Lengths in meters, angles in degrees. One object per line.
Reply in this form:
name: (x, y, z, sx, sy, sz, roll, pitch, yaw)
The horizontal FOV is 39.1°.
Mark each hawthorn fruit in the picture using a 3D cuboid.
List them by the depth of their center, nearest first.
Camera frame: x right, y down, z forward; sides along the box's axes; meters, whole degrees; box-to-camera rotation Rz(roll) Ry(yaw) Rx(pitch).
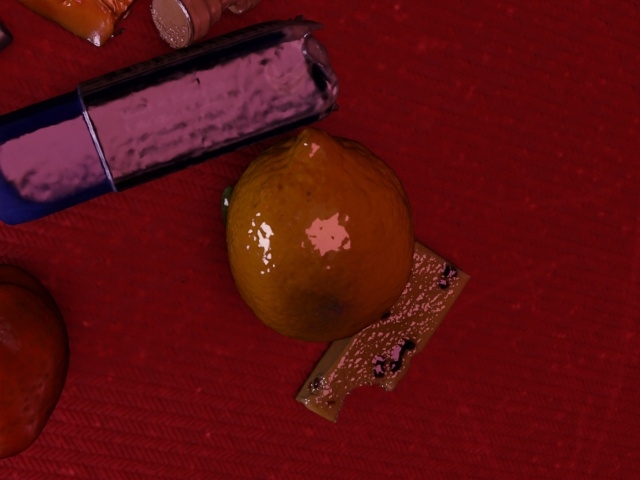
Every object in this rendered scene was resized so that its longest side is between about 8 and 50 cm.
hawthorn fruit: (-0.321, 0.115, 0.837, 0.189, 0.189, 0.189, -3, 102, -15)

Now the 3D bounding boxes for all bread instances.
bread: (0.070, 0.108, 1.003, 0.088, 0.049, 0.226, 32, 92, -19)

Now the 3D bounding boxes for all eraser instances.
eraser: (-0.151, -0.116, 0.841, 0.332, 0.155, 0.101, -22, 107, -10)

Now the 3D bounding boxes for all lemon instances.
lemon: (0.000, 0.000, 0.885, 0.188, 0.188, 0.256, -17, 135, -11)

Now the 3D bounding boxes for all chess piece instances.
chess piece: (-0.080, -0.241, 0.863, 0.172, 0.060, 0.060, -36, 110, -35)

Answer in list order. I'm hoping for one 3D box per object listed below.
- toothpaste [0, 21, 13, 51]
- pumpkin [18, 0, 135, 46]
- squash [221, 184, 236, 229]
toothpaste: (-0.388, -0.124, 0.837, 0.239, 0.039, 0.062, -41, 94, -2)
pumpkin: (-0.160, -0.307, 0.781, 0.139, 0.190, 0.280, 34, 92, -20)
squash: (-0.087, -0.015, 0.948, 0.027, 0.027, 0.089, -12, 105, -12)
